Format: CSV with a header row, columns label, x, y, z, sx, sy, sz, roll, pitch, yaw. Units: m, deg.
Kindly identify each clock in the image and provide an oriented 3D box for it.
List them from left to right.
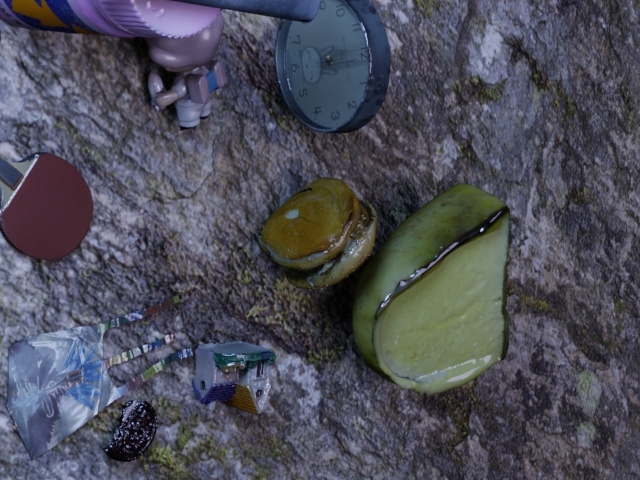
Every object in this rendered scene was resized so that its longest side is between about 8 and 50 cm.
label,x,y,z,sx,sy,sz,roll,pitch,yaw
clock,0.014,-0.261,1.844,0.042,0.215,0.215,-11,107,-41

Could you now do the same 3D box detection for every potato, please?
label,x,y,z,sx,sy,sz,roll,pitch,yaw
potato,0.152,0.084,2.122,0.280,0.212,0.330,-24,127,-23

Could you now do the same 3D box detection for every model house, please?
label,x,y,z,sx,sy,sz,roll,pitch,yaw
model house,-0.130,0.208,1.888,0.100,0.087,0.100,0,98,-45

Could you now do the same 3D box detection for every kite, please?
label,x,y,z,sx,sy,sz,roll,pitch,yaw
kite,-0.299,0.161,1.742,0.310,0.015,0.169,-31,120,-39

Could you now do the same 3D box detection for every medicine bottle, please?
label,x,y,z,sx,sy,sz,roll,pitch,yaw
medicine bottle,-0.255,-0.325,1.466,0.178,0.290,0.178,-15,111,-45

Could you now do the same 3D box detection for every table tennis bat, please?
label,x,y,z,sx,sy,sz,roll,pitch,yaw
table tennis bat,-0.370,-0.059,1.607,0.220,0.019,0.130,47,65,-45

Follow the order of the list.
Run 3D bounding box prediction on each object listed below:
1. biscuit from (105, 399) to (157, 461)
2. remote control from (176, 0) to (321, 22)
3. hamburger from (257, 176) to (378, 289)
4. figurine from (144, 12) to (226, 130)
label,x,y,z,sx,sy,sz,roll,pitch,yaw
biscuit,-0.268,0.270,1.794,0.089,0.027,0.087,-22,116,-43
remote control,-0.133,-0.305,1.352,0.377,0.044,0.107,-2,97,-49
hamburger,0.000,0.000,1.931,0.113,0.177,0.186,54,32,-48
figurine,-0.182,-0.258,1.709,0.137,0.112,0.229,-41,137,-41
